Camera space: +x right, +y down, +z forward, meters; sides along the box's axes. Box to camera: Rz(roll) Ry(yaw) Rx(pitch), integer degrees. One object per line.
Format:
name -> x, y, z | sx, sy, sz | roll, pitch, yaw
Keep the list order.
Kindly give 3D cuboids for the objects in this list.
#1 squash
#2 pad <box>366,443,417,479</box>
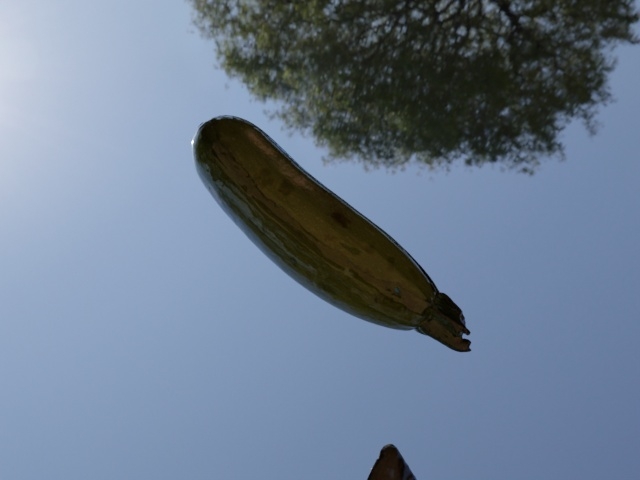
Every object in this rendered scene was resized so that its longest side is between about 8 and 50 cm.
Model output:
squash -> 0.000, 0.000, 0.734 | 0.341, 0.094, 0.094 | 40, -120, 12
pad -> 0.000, 0.240, 0.166 | 0.004, 0.220, 0.330 | -9, -148, 35
